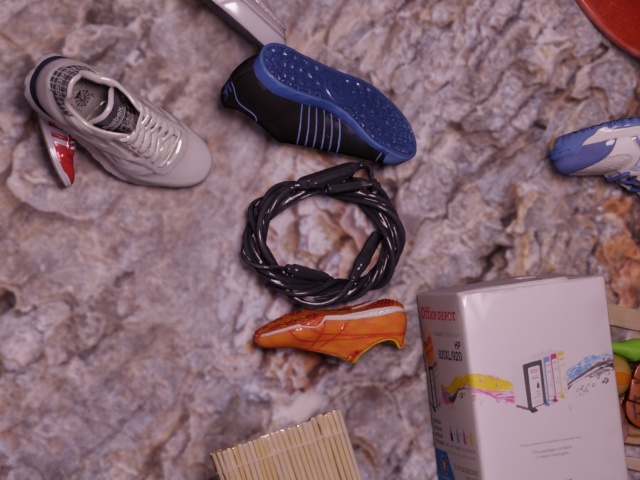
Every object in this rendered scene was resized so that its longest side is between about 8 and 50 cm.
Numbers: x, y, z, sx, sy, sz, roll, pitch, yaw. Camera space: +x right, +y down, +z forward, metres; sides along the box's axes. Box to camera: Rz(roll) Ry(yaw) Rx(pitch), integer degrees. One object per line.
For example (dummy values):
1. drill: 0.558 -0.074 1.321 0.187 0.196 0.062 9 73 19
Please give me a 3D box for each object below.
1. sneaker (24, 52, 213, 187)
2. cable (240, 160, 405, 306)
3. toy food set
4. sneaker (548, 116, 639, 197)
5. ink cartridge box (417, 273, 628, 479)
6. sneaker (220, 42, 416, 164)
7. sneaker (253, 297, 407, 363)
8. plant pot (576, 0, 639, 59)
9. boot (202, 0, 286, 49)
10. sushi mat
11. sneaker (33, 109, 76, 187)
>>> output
1. sneaker: -0.201 -0.116 1.807 0.235 0.095 0.090 28 81 -35
2. cable: 0.000 0.000 1.903 0.184 0.047 0.150 -20 96 -18
3. toy food set: 0.368 0.175 1.986 0.132 0.038 0.192 10 87 -13
4. sneaker: 0.407 -0.077 1.962 0.296 0.112 0.131 -3 90 -12
5. ink cartridge box: 0.218 0.158 1.884 0.168 0.171 0.232 -7 90 -13
6. sneaker: -0.002 -0.138 1.891 0.232 0.090 0.081 28 48 -30
7. sneaker: 0.013 0.107 1.896 0.175 0.064 0.067 -5 99 -10
8. plant pot: 0.436 -0.374 1.911 0.265 0.272 0.272 -33 96 -20
9. boot: -0.104 -0.326 1.856 0.258 0.095 0.123 44 87 -8
10. sushi mat: -0.003 0.348 1.838 0.151 0.019 0.316 -20 100 -16
11. sneaker: -0.268 -0.121 1.844 0.067 0.042 0.118 -18 91 -9
